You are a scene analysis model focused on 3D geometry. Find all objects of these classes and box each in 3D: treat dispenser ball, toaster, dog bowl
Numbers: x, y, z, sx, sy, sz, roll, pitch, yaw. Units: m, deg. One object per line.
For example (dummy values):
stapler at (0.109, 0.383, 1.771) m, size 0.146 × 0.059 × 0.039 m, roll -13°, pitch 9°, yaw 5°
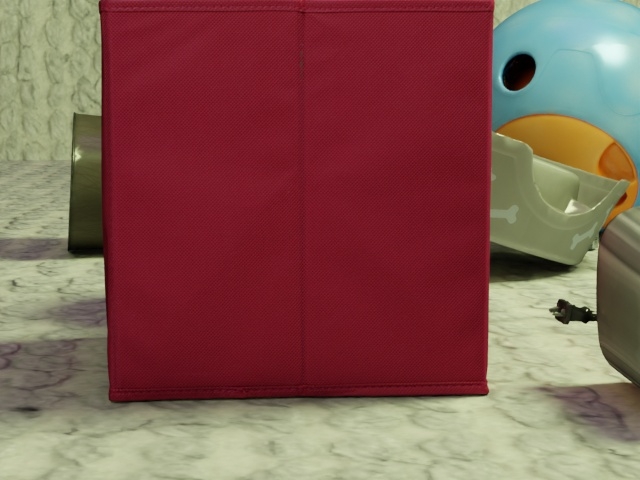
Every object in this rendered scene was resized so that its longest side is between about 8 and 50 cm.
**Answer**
treat dispenser ball at (0.307, -0.149, 1.928) m, size 0.288 × 0.288 × 0.288 m, roll 0°, pitch 7°, yaw 0°
toaster at (0.268, 0.040, 1.011) m, size 0.227 × 0.129 × 0.146 m, roll -1°, pitch 9°, yaw -3°
dog bowl at (0.137, -0.069, 1.666) m, size 0.349 × 0.102 × 0.349 m, roll 18°, pitch 3°, yaw -1°

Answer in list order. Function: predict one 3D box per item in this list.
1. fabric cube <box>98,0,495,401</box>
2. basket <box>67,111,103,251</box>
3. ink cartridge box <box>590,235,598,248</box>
fabric cube at (-0.025, -0.039, 1.138) m, size 0.259 × 0.258 × 0.254 m, roll -1°, pitch 8°, yaw -6°
basket at (-0.165, -0.060, 1.799) m, size 0.227 × 0.154 × 0.204 m, roll 2°, pitch 3°, yaw -8°
ink cartridge box at (0.254, -0.024, 1.816) m, size 0.115 × 0.062 × 0.029 m, roll 2°, pitch 5°, yaw 22°
